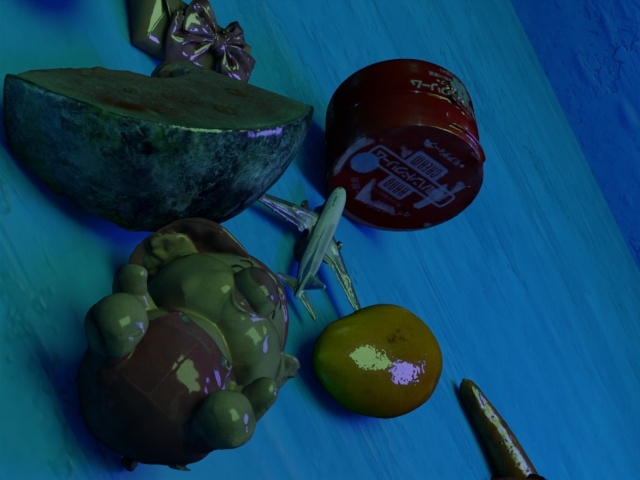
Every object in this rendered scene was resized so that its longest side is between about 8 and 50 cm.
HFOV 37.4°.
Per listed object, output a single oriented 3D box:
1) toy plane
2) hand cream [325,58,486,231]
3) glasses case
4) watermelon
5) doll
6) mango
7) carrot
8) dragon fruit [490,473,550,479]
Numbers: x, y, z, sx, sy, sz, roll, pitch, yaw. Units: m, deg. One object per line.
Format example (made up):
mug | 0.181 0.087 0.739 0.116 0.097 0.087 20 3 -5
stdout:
toy plane | -0.003 0.002 1.205 0.226 0.058 0.226 50 28 -24
hand cream | 0.115 -0.134 1.346 0.230 0.230 0.149 42 32 -38
glasses case | -0.141 -0.234 1.140 0.193 0.070 0.102 24 49 -51
watermelon | -0.167 -0.099 0.939 0.318 0.148 0.226 2 32 -34
doll | -0.109 0.087 0.856 0.256 0.152 0.196 -49 125 -65
mango | 0.072 0.147 1.160 0.217 0.102 0.141 12 85 -46
carrot | 0.269 0.302 1.448 0.209 0.061 0.061 61 28 0
dragon fruit | 0.333 0.479 1.333 0.262 0.134 0.211 60 34 -12
